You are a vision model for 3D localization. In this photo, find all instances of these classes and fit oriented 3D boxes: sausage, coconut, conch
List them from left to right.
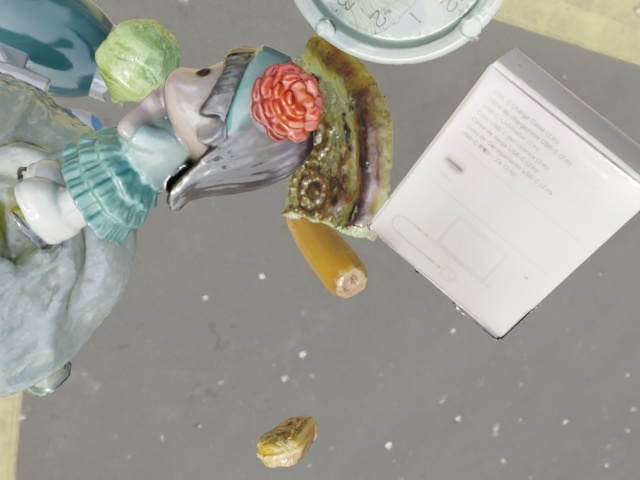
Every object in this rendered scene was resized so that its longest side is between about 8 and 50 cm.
[{"bbox_3d":[-0.665,0.261,1.534,0.176,0.122,0.188,-33,117,11],"label":"conch"},{"bbox_3d":[-0.191,-0.183,0.724,0.088,0.088,0.096,26,111,-36],"label":"coconut"},{"bbox_3d":[-0.004,0.003,1.819,0.116,0.354,0.134,-38,142,0],"label":"sausage"}]

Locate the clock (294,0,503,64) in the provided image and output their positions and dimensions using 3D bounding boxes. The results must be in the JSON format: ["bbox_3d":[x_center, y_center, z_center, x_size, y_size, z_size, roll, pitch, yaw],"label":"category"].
[{"bbox_3d":[0.076,-0.294,0.687,0.236,0.053,0.236,7,129,8],"label":"clock"}]

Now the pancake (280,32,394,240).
[{"bbox_3d":[0.014,-0.208,1.362,0.067,0.305,0.427,-2,89,-48],"label":"pancake"}]

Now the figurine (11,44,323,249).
[{"bbox_3d":[-0.113,-0.065,0.530,0.245,0.138,0.110,-24,119,5],"label":"figurine"}]

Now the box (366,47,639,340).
[{"bbox_3d":[0.204,-0.046,0.763,0.106,0.203,0.252,-39,167,-52],"label":"box"}]

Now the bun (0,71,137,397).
[{"bbox_3d":[-0.359,-0.017,0.716,0.362,0.211,0.362,4,83,-31],"label":"bun"}]

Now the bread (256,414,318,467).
[{"bbox_3d":[-0.050,0.300,1.036,0.083,0.110,0.044,-17,95,23],"label":"bread"}]

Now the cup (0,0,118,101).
[{"bbox_3d":[-0.365,-0.277,0.963,0.173,0.300,0.167,20,125,-19],"label":"cup"}]

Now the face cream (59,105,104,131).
[{"bbox_3d":[-0.638,-0.239,1.619,0.264,0.083,0.149,-14,116,-28],"label":"face cream"}]
